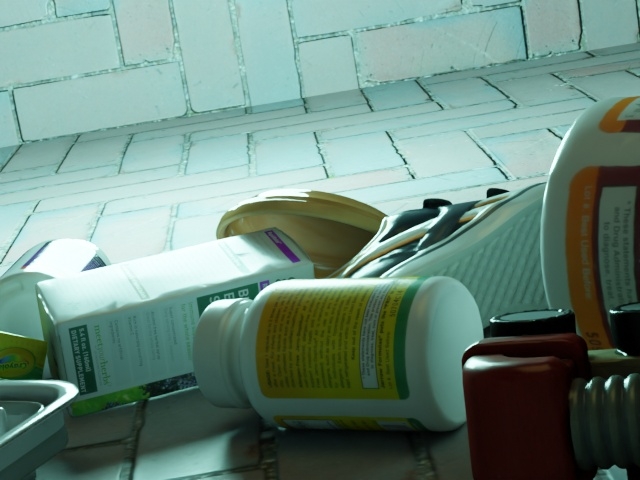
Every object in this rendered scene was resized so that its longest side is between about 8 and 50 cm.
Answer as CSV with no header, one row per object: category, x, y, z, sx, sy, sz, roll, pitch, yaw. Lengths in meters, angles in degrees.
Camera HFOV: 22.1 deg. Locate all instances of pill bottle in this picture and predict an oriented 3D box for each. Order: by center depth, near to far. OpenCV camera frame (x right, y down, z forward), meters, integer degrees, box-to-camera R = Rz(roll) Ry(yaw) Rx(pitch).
pill bottle,0.374,0.002,1.137,0.392,0.224,0.224,1,16,36
pill bottle,0.011,0.087,1.263,0.208,0.117,0.117,-3,14,29
pill bottle,-0.261,0.059,1.607,0.108,0.108,0.193,-8,13,6

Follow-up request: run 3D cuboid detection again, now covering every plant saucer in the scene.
plant saucer,0.000,0.000,1.572,0.200,0.037,0.200,11,-22,4

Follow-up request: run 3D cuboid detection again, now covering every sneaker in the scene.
sneaker,0.139,0.015,1.472,0.321,0.126,0.127,-19,21,-31

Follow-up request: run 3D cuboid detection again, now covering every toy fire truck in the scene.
toy fire truck,0.187,0.127,0.965,0.217,0.158,0.246,-5,3,17

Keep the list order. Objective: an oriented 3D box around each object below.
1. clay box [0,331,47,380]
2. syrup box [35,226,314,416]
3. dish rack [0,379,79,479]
clay box,-0.335,0.101,1.434,0.127,0.053,0.222,15,-13,-38
syrup box,-0.125,0.069,1.457,0.237,0.093,0.096,-13,25,-17
dish rack,-0.371,0.181,1.230,0.333,0.072,0.285,-3,13,26
